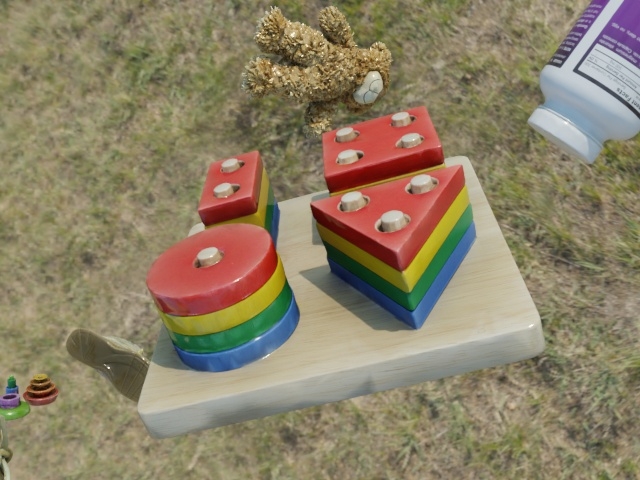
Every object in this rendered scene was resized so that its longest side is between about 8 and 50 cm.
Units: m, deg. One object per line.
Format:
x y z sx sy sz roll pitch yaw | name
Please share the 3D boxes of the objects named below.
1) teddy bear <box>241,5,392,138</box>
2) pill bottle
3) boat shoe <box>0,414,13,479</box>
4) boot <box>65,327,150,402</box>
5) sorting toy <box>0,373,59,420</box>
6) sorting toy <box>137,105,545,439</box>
0.005 -0.327 1.455 0.113 0.338 0.245 22 86 53 | teddy bear
0.474 -0.288 1.182 0.181 0.181 0.323 41 103 28 | pill bottle
-0.290 0.236 0.620 0.089 0.104 0.285 3 89 -3 | boat shoe
-0.362 0.240 1.427 0.213 0.165 0.077 30 82 10 | boot
-0.415 0.212 1.047 0.061 0.102 0.042 7 102 27 | sorting toy
0.000 0.000 0.553 0.257 0.255 0.089 -14 119 7 | sorting toy
